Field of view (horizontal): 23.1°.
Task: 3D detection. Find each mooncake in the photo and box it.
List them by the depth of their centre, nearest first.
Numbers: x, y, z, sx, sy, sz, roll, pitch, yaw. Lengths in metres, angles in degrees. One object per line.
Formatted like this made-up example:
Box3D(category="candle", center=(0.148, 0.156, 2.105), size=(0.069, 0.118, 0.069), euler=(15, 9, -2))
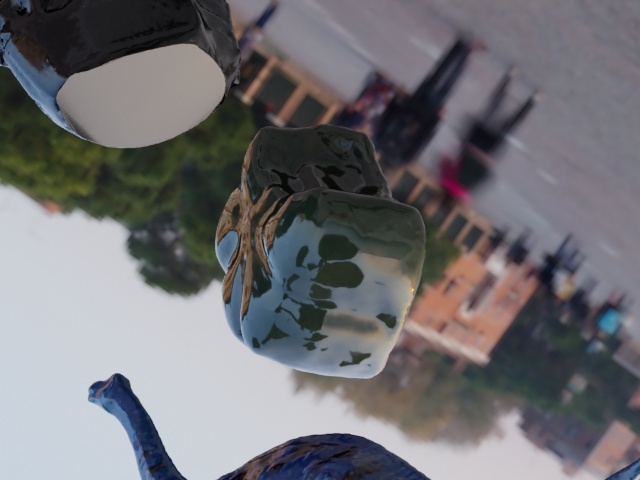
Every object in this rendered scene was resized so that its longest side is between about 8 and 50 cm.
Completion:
Box3D(category="mooncake", center=(0.000, 0.000, 0.983), size=(0.104, 0.168, 0.175), euler=(14, 167, -19))

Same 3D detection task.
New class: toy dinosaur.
Box3D(category="toy dinosaur", center=(-0.009, 0.144, 0.708), size=(0.329, 0.144, 0.076), euler=(2, 160, 41))

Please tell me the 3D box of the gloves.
Box3D(category="gloves", center=(-0.128, -0.139, 0.874), size=(0.164, 0.124, 0.203), euler=(-4, -132, -40))
